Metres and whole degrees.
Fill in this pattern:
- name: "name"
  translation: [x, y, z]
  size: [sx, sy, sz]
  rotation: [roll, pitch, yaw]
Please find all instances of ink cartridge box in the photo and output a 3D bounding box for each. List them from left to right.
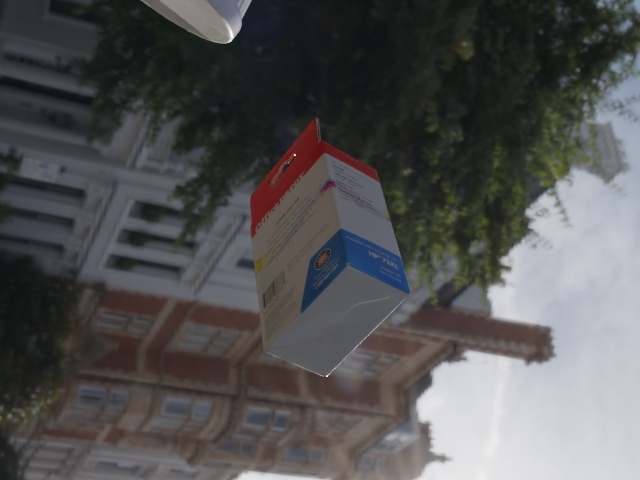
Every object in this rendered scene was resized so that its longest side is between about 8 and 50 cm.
- name: "ink cartridge box"
  translation: [0.000, 0.000, 0.965]
  size: [0.134, 0.078, 0.231]
  rotation: [-48, -148, 29]

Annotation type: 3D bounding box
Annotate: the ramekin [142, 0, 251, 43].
- name: "ramekin"
  translation: [-0.186, -0.375, 1.203]
  size: [0.127, 0.273, 0.273]
  rotation: [-56, -160, -6]
